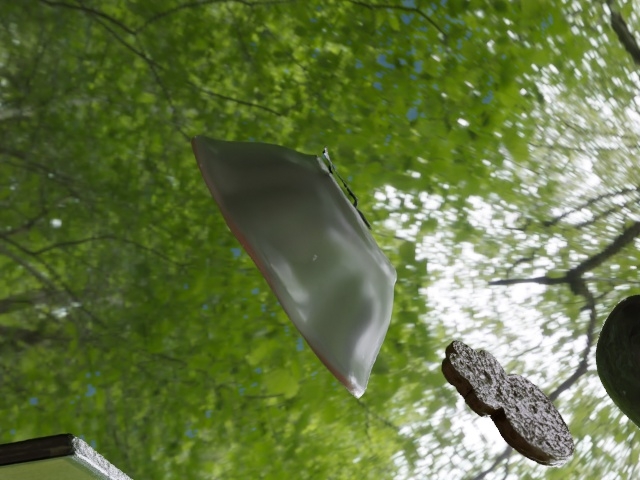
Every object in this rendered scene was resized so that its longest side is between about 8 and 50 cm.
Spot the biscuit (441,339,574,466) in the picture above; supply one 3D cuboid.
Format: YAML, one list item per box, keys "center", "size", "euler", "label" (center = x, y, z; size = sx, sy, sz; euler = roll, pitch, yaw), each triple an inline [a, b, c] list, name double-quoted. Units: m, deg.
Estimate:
- center: [0.201, 0.176, 1.068]
  size: [0.175, 0.124, 0.026]
  euler: [39, -64, -2]
  label: "biscuit"

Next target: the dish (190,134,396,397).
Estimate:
- center: [0.000, 0.000, 0.715]
  size: [0.081, 0.229, 0.229]
  euler: [-32, -104, 3]
  label: "dish"

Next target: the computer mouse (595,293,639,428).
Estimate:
- center: [0.292, 0.122, 0.668]
  size: [0.232, 0.057, 0.120]
  euler: [32, -38, 21]
  label: "computer mouse"

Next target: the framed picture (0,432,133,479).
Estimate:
- center: [-0.260, 0.194, 0.702]
  size: [0.255, 0.339, 0.014]
  euler: [-9, -112, -3]
  label: "framed picture"
